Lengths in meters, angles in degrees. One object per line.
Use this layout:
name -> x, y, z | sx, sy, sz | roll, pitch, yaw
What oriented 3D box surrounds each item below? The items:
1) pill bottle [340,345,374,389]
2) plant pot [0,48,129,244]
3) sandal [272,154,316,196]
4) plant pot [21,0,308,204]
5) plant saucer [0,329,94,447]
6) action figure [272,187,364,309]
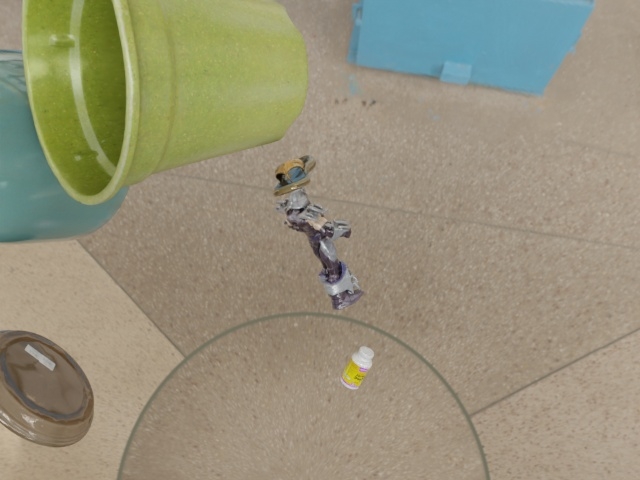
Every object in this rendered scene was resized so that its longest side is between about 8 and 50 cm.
pill bottle -> 0.075, 0.252, 1.228 | 0.043, 0.043, 0.083 | 30, 112, 10
plant pot -> -0.450, -0.125, 0.851 | 0.293, 0.235, 0.293 | 2, 99, 15
sandal -> -0.052, -0.126, 1.120 | 0.072, 0.180, 0.049 | -21, 111, 19
plant pot -> -0.163, -0.193, 0.707 | 0.254, 0.276, 0.276 | -12, 65, -40
plant saucer -> -0.551, 0.278, 1.212 | 0.041, 0.278, 0.278 | -42, 73, 7
action figure -> 0.000, 0.000, 1.291 | 0.099, 0.285, 0.185 | -32, 28, -16
